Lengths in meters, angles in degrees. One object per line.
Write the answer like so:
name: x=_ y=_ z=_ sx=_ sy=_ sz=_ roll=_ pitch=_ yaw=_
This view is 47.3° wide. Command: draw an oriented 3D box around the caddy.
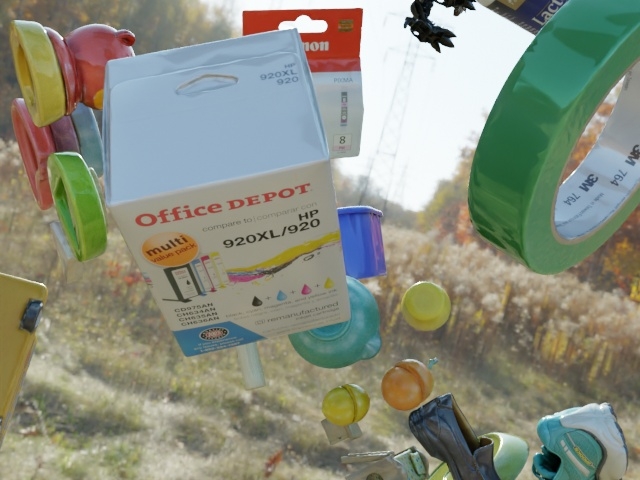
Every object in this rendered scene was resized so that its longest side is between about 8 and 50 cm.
caddy: x=0.000 y=0.000 z=1.419 sx=0.241 sy=0.179 sz=0.341 roll=-11 pitch=-4 yaw=13

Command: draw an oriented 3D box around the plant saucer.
plant saucer: x=0.240 y=0.396 z=1.219 sx=0.037 sy=0.241 sz=0.241 roll=51 pitch=5 yaw=1

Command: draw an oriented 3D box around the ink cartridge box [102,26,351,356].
ink cartridge box: x=-0.077 y=-0.037 z=0.655 sx=0.171 sy=0.168 sz=0.232 roll=-12 pitch=-38 yaw=-2

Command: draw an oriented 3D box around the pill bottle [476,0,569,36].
pill bottle: x=0.329 y=-0.405 z=1.116 sx=0.265 sy=0.153 sz=0.153 roll=24 pitch=1 yaw=-12

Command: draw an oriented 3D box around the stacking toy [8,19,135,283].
stacking toy: x=-0.291 y=-0.107 z=0.932 sx=0.130 sy=0.279 sz=0.309 roll=-18 pitch=-7 yaw=-26

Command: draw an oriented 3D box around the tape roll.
tape roll: x=0.294 y=-0.116 z=0.787 sx=0.077 sy=0.321 sz=0.321 roll=37 pitch=16 yaw=35

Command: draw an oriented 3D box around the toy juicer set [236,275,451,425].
toy juicer set: x=0.010 y=0.147 z=1.019 sx=0.329 sy=0.209 sz=0.089 roll=5 pitch=-12 yaw=10

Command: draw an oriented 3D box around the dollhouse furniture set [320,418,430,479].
dollhouse furniture set: x=0.109 y=0.342 z=1.231 sx=0.101 sy=0.160 sz=0.182 roll=-32 pitch=-19 yaw=20

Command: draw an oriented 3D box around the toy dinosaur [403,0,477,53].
toy dinosaur: x=0.225 y=-0.507 z=1.438 sx=0.322 sy=0.218 sz=0.164 roll=-5 pitch=-27 yaw=3

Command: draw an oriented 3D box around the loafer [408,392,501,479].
loafer: x=0.179 y=0.255 z=0.854 sx=0.170 sy=0.061 sz=0.062 roll=47 pitch=19 yaw=-1

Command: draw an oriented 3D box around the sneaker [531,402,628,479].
sneaker: x=0.340 y=0.303 z=0.983 sx=0.110 sy=0.275 sz=0.107 roll=-9 pitch=43 yaw=10

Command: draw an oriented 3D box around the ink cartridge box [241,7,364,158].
ink cartridge box: x=-0.026 y=-0.231 z=1.121 sx=0.189 sy=0.232 sz=0.066 roll=-5 pitch=42 yaw=-10

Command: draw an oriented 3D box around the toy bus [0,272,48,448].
toy bus: x=-0.512 y=0.220 z=1.100 sx=0.108 sy=0.332 sz=0.130 roll=16 pitch=-22 yaw=-10
